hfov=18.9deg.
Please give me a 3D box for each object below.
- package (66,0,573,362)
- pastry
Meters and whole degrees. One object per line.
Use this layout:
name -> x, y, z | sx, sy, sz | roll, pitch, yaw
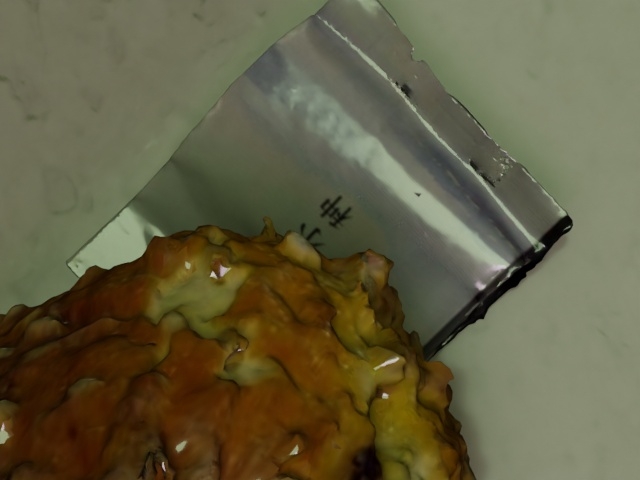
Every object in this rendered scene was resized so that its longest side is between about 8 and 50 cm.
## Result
package -> 0.000, 0.000, 1.155 | 0.251, 0.062, 0.204 | -43, 83, 14
pastry -> -0.096, 0.190, 1.003 | 0.405, 0.337, 0.292 | -31, 118, 7
